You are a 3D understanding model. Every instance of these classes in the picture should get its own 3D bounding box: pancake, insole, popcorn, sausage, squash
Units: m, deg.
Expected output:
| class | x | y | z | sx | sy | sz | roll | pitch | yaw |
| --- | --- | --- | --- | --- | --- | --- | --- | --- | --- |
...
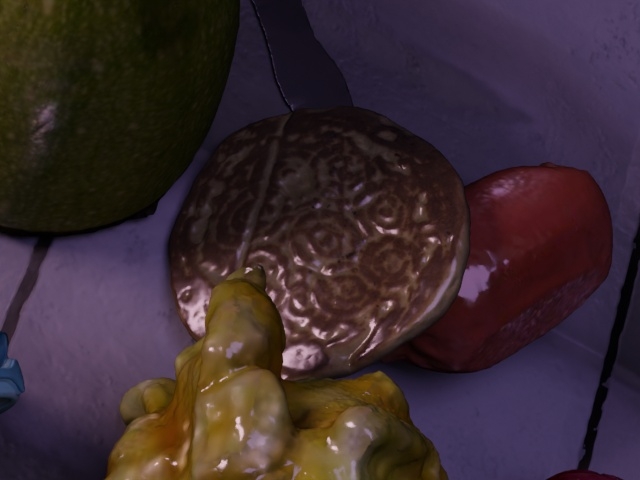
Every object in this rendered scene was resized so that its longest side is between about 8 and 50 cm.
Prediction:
| class | x | y | z | sx | sy | sz | roll | pitch | yaw |
| --- | --- | --- | --- | --- | --- | --- | --- | --- | --- |
| pancake | 0.000 | 0.000 | 1.408 | 0.250 | 0.031 | 0.250 | -6 | 60 | 11 |
| insole | -0.020 | -0.164 | 1.543 | 0.064 | 0.004 | 0.188 | -17 | 80 | -30 |
| popcorn | -0.025 | 0.218 | 1.251 | 0.279 | 0.274 | 0.335 | 30 | 62 | -17 |
| sausage | 0.140 | 0.020 | 1.476 | 0.254 | 0.148 | 0.148 | -28 | 86 | -23 |
| squash | -0.163 | -0.192 | 1.308 | 0.310 | 0.309 | 0.310 | 10 | 67 | -24 |

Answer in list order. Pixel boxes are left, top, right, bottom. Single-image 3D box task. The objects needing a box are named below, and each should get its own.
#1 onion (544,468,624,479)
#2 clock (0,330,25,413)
| class | x | y | z | sx | sy | sz | roll | pitch | yaw |
| --- | --- | --- | --- | --- | --- | --- | --- | --- | --- |
| onion | 0.199 | 0.266 | 1.401 | 0.177 | 0.177 | 0.153 | -31 | 55 | -31 |
| clock | -0.259 | 0.100 | 1.249 | 0.108 | 0.147 | 0.045 | -9 | 77 | -29 |
